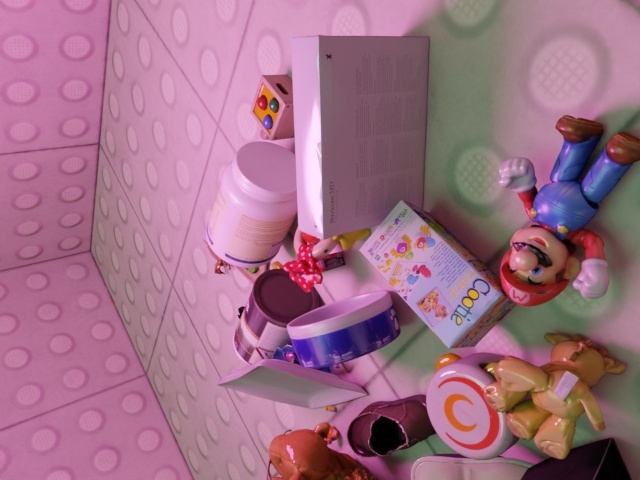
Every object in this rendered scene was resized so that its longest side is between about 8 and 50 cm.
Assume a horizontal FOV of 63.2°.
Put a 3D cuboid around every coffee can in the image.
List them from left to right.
[{"bbox_3d":[-0.144,0.248,1.606,0.201,0.202,0.275,53,139,26],"label":"coffee can"}]

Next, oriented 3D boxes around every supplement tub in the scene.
[{"bbox_3d":[-0.187,-0.099,1.502,0.235,0.236,0.324,55,140,24],"label":"supplement tub"}]

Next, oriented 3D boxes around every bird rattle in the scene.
[{"bbox_3d":[0.000,0.000,1.362,0.253,0.143,0.207,-52,32,22],"label":"bird rattle"}]

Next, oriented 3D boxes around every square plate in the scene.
[{"bbox_3d":[-0.091,0.427,1.549,0.344,0.347,0.049,-38,37,52],"label":"square plate"}]

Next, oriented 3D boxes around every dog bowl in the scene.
[{"bbox_3d":[0.058,0.214,1.276,0.265,0.265,0.104,-19,90,54],"label":"dog bowl"}]

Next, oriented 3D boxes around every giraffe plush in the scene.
[{"bbox_3d":[0.415,0.239,0.900,0.181,0.171,0.210,47,141,17],"label":"giraffe plush"}]

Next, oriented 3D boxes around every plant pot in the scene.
[{"bbox_3d":[0.445,0.479,0.904,0.167,0.188,0.188,-27,81,39],"label":"plant pot"}]

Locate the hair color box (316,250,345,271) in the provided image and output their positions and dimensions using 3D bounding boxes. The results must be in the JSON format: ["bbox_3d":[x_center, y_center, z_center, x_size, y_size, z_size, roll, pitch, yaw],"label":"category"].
[{"bbox_3d":[-0.003,0.067,1.463,0.141,0.072,0.043,-16,89,53],"label":"hair color box"}]

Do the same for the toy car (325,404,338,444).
[{"bbox_3d":[0.034,0.581,1.625,0.041,0.060,0.121,3,116,19],"label":"toy car"}]

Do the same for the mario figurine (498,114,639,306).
[{"bbox_3d":[0.378,-0.028,0.839,0.198,0.170,0.320,-100,23,-63],"label":"mario figurine"}]

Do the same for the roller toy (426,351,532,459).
[{"bbox_3d":[0.328,0.333,1.066,0.209,0.146,0.191,-9,88,45],"label":"roller toy"}]

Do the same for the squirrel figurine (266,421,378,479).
[{"bbox_3d":[0.036,0.665,1.424,0.397,0.281,0.370,13,135,31],"label":"squirrel figurine"}]

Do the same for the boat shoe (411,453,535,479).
[{"bbox_3d":[0.372,0.519,1.104,0.340,0.113,0.127,-8,74,28],"label":"boat shoe"}]

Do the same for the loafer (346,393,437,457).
[{"bbox_3d":[0.159,0.494,1.362,0.133,0.130,0.366,61,142,17],"label":"loafer"}]

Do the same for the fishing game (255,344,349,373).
[{"bbox_3d":[-0.055,0.367,1.530,0.264,0.041,0.189,-1,138,18],"label":"fishing game"}]

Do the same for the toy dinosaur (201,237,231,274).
[{"bbox_3d":[-0.380,0.070,1.982,0.212,0.064,0.112,15,91,39],"label":"toy dinosaur"}]

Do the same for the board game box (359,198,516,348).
[{"bbox_3d":[0.237,0.068,1.050,0.144,0.142,0.275,-51,57,17],"label":"board game box"}]

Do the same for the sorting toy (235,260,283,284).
[{"bbox_3d":[-0.223,0.047,1.757,0.307,0.041,0.229,39,129,35],"label":"sorting toy"}]

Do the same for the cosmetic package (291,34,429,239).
[{"bbox_3d":[0.086,-0.216,1.061,0.097,0.285,0.376,20,118,48],"label":"cosmetic package"}]

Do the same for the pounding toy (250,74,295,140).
[{"bbox_3d":[-0.148,-0.362,1.472,0.181,0.094,0.206,54,139,24],"label":"pounding toy"}]

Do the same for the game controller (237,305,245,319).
[{"bbox_3d":[-0.187,0.368,1.787,0.319,0.067,0.166,54,163,26],"label":"game controller"}]
